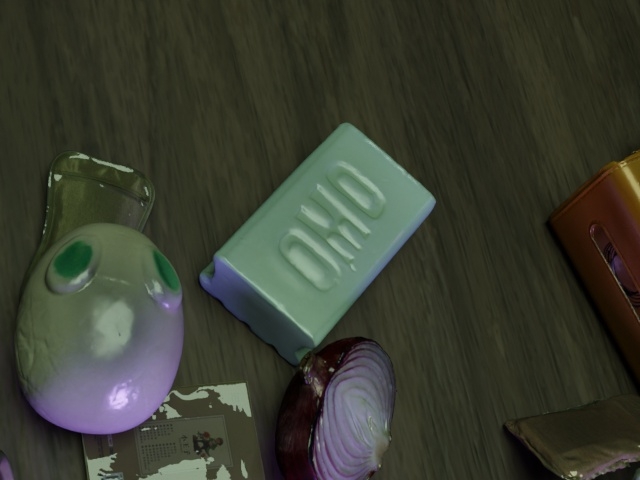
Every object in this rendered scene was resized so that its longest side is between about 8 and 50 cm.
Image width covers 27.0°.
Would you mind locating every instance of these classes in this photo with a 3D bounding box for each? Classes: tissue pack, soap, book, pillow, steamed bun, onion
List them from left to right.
[{"bbox_3d":[-0.262,0.003,1.521,0.130,0.033,0.217,17,62,-20],"label":"pillow"},{"bbox_3d":[-0.228,0.087,1.408,0.177,0.131,0.228,13,69,-17],"label":"steamed bun"},{"bbox_3d":[-0.163,0.226,1.463,0.199,0.016,0.138,-2,66,-22],"label":"book"},{"bbox_3d":[-0.001,0.194,1.491,0.151,0.098,0.206,50,48,-23],"label":"onion"},{"bbox_3d":[0.000,0.000,1.597,0.160,0.087,0.265,42,58,1],"label":"soap"},{"bbox_3d":[0.340,0.236,1.615,0.211,0.034,0.135,-7,26,-25],"label":"pillow"},{"bbox_3d":[0.440,0.034,1.696,0.145,0.194,0.274,-20,73,-29],"label":"tissue pack"}]

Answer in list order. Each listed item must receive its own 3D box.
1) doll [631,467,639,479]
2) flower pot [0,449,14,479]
[{"bbox_3d":[0.490,0.342,1.610,0.275,0.113,0.154,21,102,-1],"label":"doll"},{"bbox_3d":[-0.386,0.338,1.172,0.244,0.307,0.307,-7,68,-7],"label":"flower pot"}]
